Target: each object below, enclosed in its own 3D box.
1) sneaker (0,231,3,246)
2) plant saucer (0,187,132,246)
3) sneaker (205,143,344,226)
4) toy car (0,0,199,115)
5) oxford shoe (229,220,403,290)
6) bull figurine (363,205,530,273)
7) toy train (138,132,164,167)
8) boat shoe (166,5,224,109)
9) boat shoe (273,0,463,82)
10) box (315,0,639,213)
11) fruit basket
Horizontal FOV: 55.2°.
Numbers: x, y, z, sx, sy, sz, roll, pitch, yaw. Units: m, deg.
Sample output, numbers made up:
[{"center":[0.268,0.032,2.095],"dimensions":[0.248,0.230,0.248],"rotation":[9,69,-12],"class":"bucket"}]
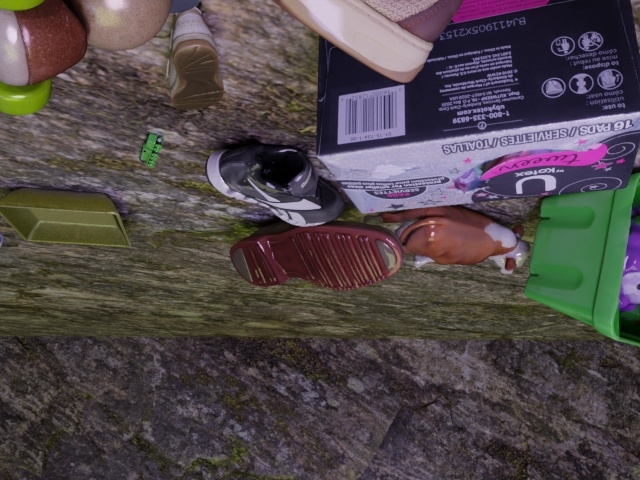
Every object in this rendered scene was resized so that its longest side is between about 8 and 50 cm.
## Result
[{"center":[-0.641,-0.030,1.002],"dimensions":[0.240,0.091,0.126],"rotation":[15,157,-37],"class":"sneaker"},{"center":[-0.423,-0.041,1.034],"dimensions":[0.188,0.045,0.188],"rotation":[4,162,-9],"class":"plant saucer"},{"center":[-0.037,-0.077,0.852],"dimensions":[0.234,0.078,0.106],"rotation":[19,158,-40],"class":"sneaker"},{"center":[-0.169,-0.198,0.452],"dimensions":[0.188,0.149,0.155],"rotation":[-21,171,-29],"class":"toy car"},{"center":[0.000,0.000,1.032],"dimensions":[0.348,0.130,0.123],"rotation":[0,121,39],"class":"oxford shoe"},{"center":[0.221,-0.001,1.048],"dimensions":[0.188,0.101,0.310],"rotation":[-12,159,41],"class":"bull figurine"},{"center":[-0.228,-0.120,0.822],"dimensions":[0.023,0.017,0.083],"rotation":[18,158,-19],"class":"toy train"},{"center":[-0.128,-0.176,0.612],"dimensions":[0.056,0.048,0.153],"rotation":[-9,171,-10],"class":"boat shoe"},{"center":[-0.031,-0.226,0.361],"dimensions":[0.342,0.123,0.123],"rotation":[25,121,-32],"class":"boat shoe"},{"center":[0.135,-0.126,0.542],"dimensions":[0.247,0.163,0.142],"rotation":[-5,160,20],"class":"box"},{"center":[0.562,0.037,0.944],"dimensions":[0.391,0.283,0.392],"rotation":[13,176,1],"class":"fruit basket"}]
